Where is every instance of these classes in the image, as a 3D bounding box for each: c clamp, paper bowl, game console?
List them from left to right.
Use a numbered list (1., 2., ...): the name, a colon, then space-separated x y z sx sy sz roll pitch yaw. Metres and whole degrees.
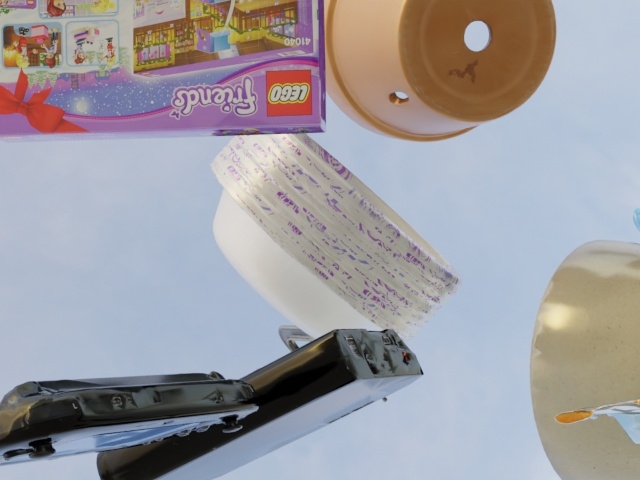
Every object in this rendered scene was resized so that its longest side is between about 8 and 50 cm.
1. game console: -0.093 0.117 0.707 0.361 0.213 0.044 9 -125 -60
2. paper bowl: 0.000 0.000 1.192 0.284 0.284 0.148 39 -82 -22
3. c clamp: 0.005 0.168 1.561 0.022 0.160 0.137 -47 -65 -22

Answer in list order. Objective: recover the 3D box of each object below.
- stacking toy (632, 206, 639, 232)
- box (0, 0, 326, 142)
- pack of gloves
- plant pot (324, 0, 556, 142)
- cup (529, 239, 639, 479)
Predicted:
1. stacking toy: 0.607 -0.097 1.630 0.175 0.165 0.302 29 -85 -43
2. box: -0.143 -0.191 0.980 0.293 0.057 0.201 -1 -92 5
3. pack of gloves: 0.332 0.162 1.040 0.232 0.195 0.046 17 -118 -69
4. plant pot: 0.153 -0.254 1.371 0.290 0.203 0.291 -4 -77 -17
5. cup: 0.446 0.159 1.367 0.331 0.237 0.331 4 -95 -45
